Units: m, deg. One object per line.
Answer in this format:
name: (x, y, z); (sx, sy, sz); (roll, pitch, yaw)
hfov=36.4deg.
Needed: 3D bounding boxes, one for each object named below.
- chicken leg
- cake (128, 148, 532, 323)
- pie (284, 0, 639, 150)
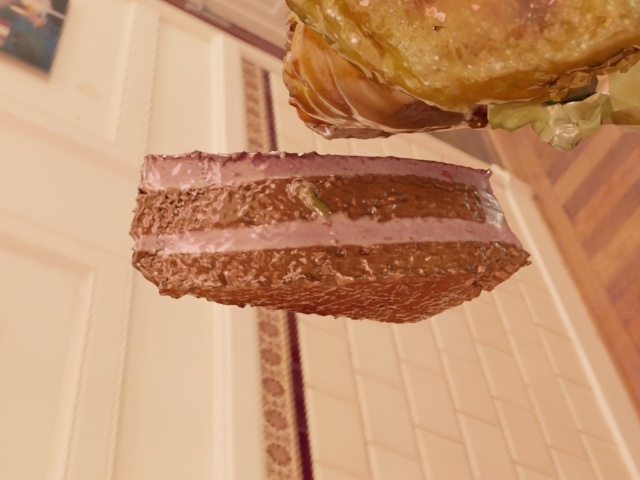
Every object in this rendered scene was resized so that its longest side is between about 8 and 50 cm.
chicken leg: (0.115, -0.156, 0.801); (0.295, 0.409, 0.182); (-23, 74, 50)
cake: (0.000, 0.000, 0.741); (0.113, 0.295, 0.116); (125, 143, -53)
pie: (0.069, -0.192, 0.350); (0.288, 0.355, 0.103); (-37, 6, 44)
